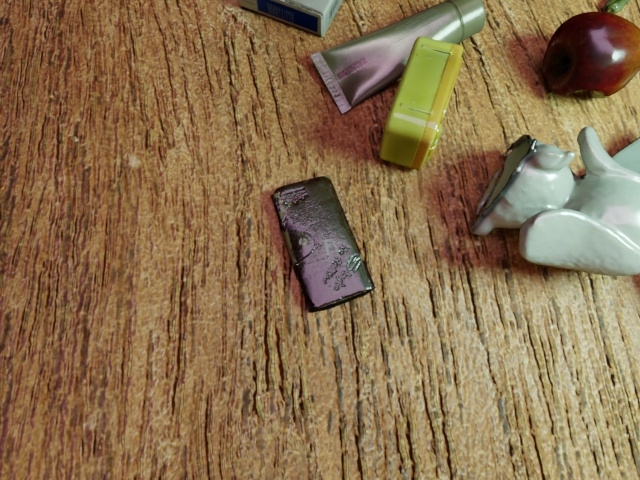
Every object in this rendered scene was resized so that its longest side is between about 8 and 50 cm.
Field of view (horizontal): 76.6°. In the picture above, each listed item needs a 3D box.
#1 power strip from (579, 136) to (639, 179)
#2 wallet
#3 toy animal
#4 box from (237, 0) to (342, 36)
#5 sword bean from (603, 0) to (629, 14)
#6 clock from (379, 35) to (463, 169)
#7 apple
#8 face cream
[{"bbox_3d":[0.625,-0.096,0.742,0.213,0.064,0.198,-32,63,4],"label":"power strip"},{"bbox_3d":[0.000,0.000,0.706,0.122,0.031,0.232,-18,75,-10],"label":"wallet"},{"bbox_3d":[0.419,-0.069,0.674,0.290,0.174,0.248,10,74,1],"label":"toy animal"},{"bbox_3d":[-0.018,-0.616,0.874,0.200,0.065,0.343,22,73,3],"label":"box"},{"bbox_3d":[0.724,-0.601,0.922,0.043,0.038,0.269,40,77,3],"label":"sword bean"},{"bbox_3d":[0.180,-0.243,0.731,0.096,0.143,0.202,17,73,10],"label":"clock"},{"bbox_3d":[0.536,-0.359,0.786,0.159,0.147,0.156,-10,53,-7],"label":"apple"},{"bbox_3d":[0.161,-0.386,0.813,0.342,0.084,0.137,-27,86,-3],"label":"face cream"}]
